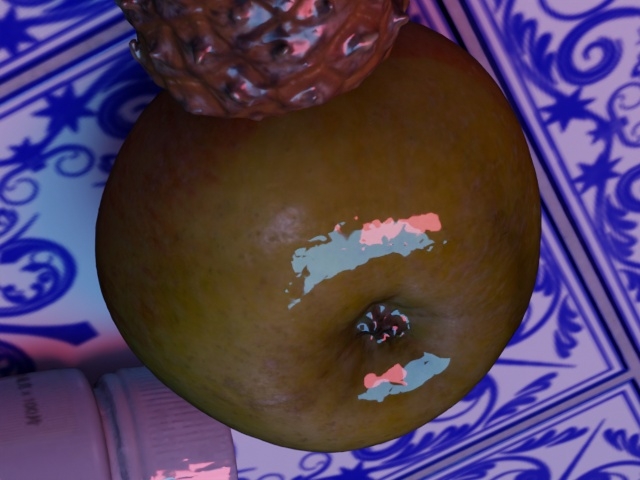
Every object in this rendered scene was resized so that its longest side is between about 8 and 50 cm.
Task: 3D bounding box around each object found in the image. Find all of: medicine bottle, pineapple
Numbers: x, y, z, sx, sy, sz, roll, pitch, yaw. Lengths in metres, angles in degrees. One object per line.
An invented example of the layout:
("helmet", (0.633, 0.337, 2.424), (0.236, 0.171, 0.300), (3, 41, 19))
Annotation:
("medicine bottle", (-0.182, 0.151, 1.167), (0.252, 0.144, 0.144), (-7, 137, -11))
("pineapple", (-0.048, -0.196, 0.870), (0.157, 0.158, 0.279), (-18, 128, -3))

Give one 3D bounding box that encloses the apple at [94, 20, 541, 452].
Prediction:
("apple", (0.000, 0.000, 1.041), (0.260, 0.194, 0.261), (-11, 135, -11))
